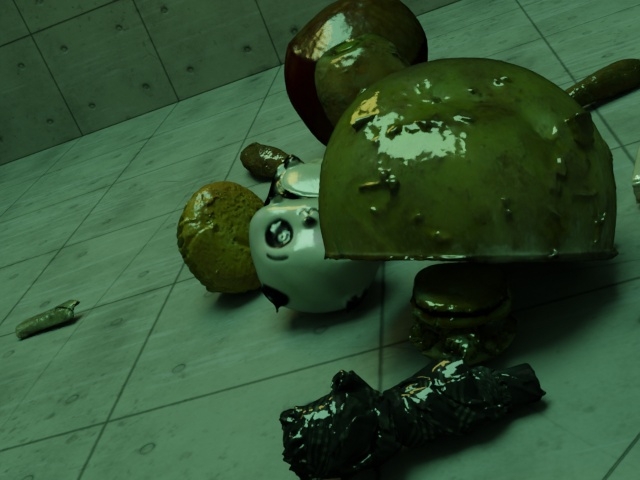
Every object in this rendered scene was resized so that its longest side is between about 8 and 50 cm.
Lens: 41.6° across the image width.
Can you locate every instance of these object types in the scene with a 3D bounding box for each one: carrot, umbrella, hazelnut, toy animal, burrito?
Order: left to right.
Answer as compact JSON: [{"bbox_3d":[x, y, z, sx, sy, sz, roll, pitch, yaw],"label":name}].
[{"bbox_3d":[-0.627,0.182,1.934,0.171,0.042,0.051,-19,33,13],"label":"burrito"},{"bbox_3d":[0.000,0.000,1.546,0.251,0.250,0.310,-14,35,20],"label":"toy animal"},{"bbox_3d":[0.098,-0.428,2.200,0.353,0.420,0.421,6,31,18],"label":"hazelnut"},{"bbox_3d":[0.131,-0.294,1.921,0.224,0.340,0.224,-22,24,11],"label":"carrot"},{"bbox_3d":[0.110,0.208,1.064,0.337,0.154,0.128,-21,63,7],"label":"umbrella"}]

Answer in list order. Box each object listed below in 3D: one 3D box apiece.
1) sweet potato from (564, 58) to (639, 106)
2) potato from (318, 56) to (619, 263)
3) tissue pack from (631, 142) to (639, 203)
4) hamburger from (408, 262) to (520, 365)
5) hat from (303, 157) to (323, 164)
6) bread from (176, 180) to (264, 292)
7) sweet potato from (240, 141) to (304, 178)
[{"bbox_3d":[0.626,-0.345,1.919,0.273,0.075,0.075,-27,23,-10],"label":"sweet potato"},{"bbox_3d":[0.218,-0.120,1.274,0.442,0.319,0.385,-4,1,-22],"label":"potato"},{"bbox_3d":[0.696,-0.143,1.404,0.326,0.071,0.170,-8,28,31],"label":"tissue pack"},{"bbox_3d":[0.206,0.117,1.209,0.159,0.131,0.185,-2,26,8],"label":"hamburger"},{"bbox_3d":[0.058,-0.136,1.779,0.226,0.164,0.219,-32,-15,14],"label":"hat"},{"bbox_3d":[-0.190,-0.004,1.712,0.139,0.240,0.240,-16,20,47],"label":"bread"},{"bbox_3d":[-0.157,-0.226,2.347,0.114,0.092,0.341,-13,18,-24],"label":"sweet potato"}]
